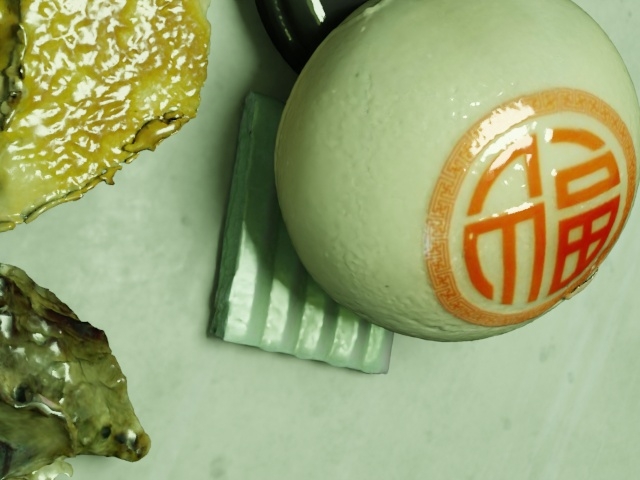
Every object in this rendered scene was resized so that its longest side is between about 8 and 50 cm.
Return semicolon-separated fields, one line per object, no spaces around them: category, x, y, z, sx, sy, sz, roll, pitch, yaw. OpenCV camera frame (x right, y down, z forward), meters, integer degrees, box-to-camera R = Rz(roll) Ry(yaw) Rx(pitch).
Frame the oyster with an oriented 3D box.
oyster;-0.284;0.095;0.674;0.361;0.096;0.221;38;81;-21

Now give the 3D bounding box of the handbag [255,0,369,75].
handbag;0.061;-0.253;0.840;0.254;0.093;0.308;14;85;-26

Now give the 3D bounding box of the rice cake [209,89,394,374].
rice cake;0.000;0.000;0.846;0.189;0.037;0.198;18;83;-28

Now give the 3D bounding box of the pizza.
pizza;-0.169;-0.140;0.736;0.189;0.071;0.296;13;89;-40

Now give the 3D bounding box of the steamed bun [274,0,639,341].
steamed bun;0.116;-0.047;0.746;0.283;0.177;0.283;-13;121;-23
